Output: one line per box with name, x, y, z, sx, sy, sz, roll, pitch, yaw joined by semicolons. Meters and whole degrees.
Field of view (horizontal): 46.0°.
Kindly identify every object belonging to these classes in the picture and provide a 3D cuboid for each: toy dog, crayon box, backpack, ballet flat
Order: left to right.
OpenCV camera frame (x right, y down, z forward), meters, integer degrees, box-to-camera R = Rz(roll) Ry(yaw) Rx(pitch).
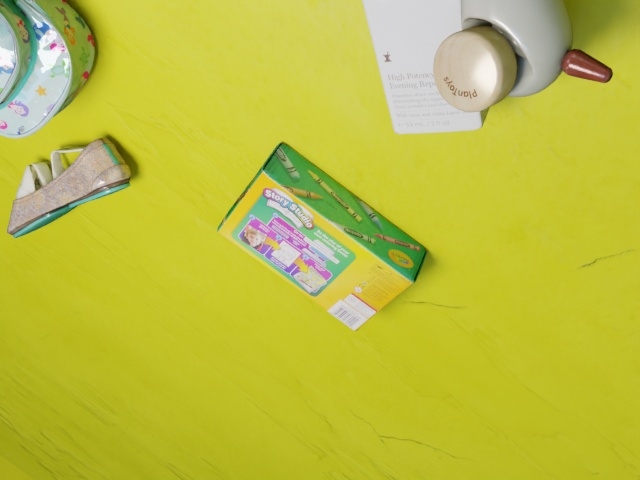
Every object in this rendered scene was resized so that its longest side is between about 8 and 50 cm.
backpack;-0.460;-0.273;1.059;0.253;0.191;0.225;38;113;-19
ballet flat;-0.444;-0.096;1.290;0.316;0.107;0.106;-19;98;31
crayon box;0.000;0.000;1.151;0.278;0.081;0.165;37;135;-7
toy dog;0.210;-0.271;0.727;0.161;0.220;0.334;15;141;36

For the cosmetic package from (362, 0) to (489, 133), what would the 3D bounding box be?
cosmetic package;0.124;-0.244;0.872;0.117;0.085;0.231;-1;129;26
